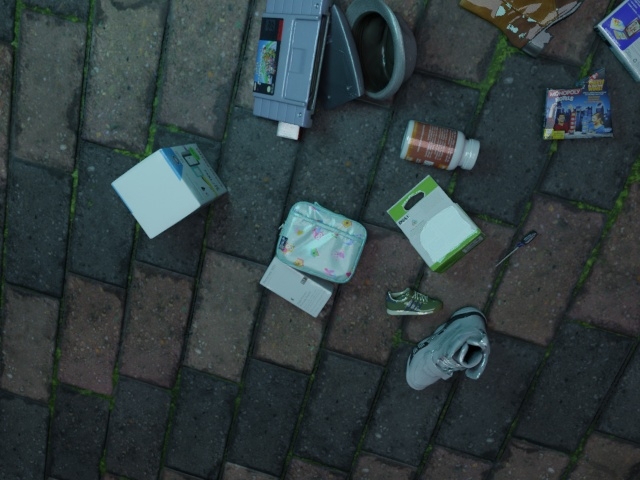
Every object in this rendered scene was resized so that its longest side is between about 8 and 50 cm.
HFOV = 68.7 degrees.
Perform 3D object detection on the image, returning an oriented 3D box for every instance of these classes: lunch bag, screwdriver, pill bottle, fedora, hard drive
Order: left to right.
[{"bbox_3d":[0.000,0.000,1.527,0.279,0.108,0.224,21,93,-1],"label":"lunch bag"},{"bbox_3d":[0.039,-0.527,1.370,0.172,0.054,0.255,-7,104,49],"label":"hard drive"},{"bbox_3d":[0.184,-0.546,1.326,0.124,0.243,0.275,-23,106,-28],"label":"fedora"},{"bbox_3d":[0.357,-0.280,1.408,0.216,0.121,0.121,14,107,4],"label":"pill bottle"},{"bbox_3d":[0.630,0.027,1.519,0.170,0.024,0.025,-42,68,23],"label":"screwdriver"}]

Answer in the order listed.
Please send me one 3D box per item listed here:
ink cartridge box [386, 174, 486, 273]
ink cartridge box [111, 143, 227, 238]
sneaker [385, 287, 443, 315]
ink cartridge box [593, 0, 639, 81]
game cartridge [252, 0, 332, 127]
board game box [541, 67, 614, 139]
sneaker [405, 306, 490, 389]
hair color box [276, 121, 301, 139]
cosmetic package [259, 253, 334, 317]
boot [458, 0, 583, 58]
[{"bbox_3d":[0.368,-0.052,1.497,0.189,0.097,0.255,-42,63,17],"label":"ink cartridge box"},{"bbox_3d":[-0.459,-0.165,1.470,0.197,0.270,0.198,-31,100,13],"label":"ink cartridge box"},{"bbox_3d":[0.314,0.201,1.583,0.192,0.064,0.086,-6,110,12],"label":"sneaker"},{"bbox_3d":[0.907,-0.588,1.287,0.208,0.045,0.206,-41,97,17],"label":"ink cartridge box"},{"bbox_3d":[-0.095,-0.529,1.373,0.230,0.068,0.355,21,110,32],"label":"game cartridge"},{"bbox_3d":[0.748,-0.395,1.357,0.194,0.060,0.194,1,105,7],"label":"board game box"},{"bbox_3d":[0.417,0.394,1.550,0.137,0.210,0.366,38,107,-4],"label":"sneaker"},{"bbox_3d":[-0.091,-0.394,1.474,0.072,0.043,0.141,13,108,4],"label":"hair color box"},{"bbox_3d":[-0.080,0.150,1.611,0.231,0.085,0.117,31,107,-3],"label":"cosmetic package"},{"bbox_3d":[0.571,-0.694,1.297,0.280,0.096,0.264,39,115,3],"label":"boot"}]
